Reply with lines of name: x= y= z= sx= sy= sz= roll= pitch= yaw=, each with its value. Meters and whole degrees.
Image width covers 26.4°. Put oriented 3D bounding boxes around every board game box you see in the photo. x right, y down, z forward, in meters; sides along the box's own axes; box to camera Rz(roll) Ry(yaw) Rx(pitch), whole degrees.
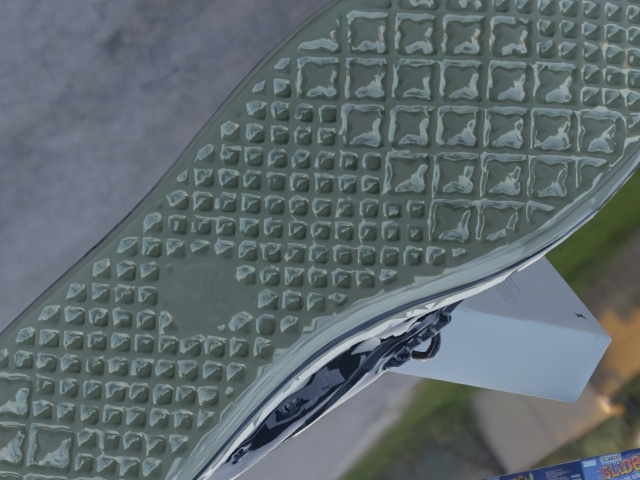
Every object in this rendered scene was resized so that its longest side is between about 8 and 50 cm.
board game box: x=0.271 y=0.243 z=1.409 sx=0.136 sy=0.035 sz=0.201 roll=-6 pitch=167 yaw=-25

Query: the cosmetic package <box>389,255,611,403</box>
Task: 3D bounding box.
cosmetic package: x=0.103 y=0.013 z=1.484 sx=0.284 sy=0.377 sz=0.097 roll=11 pitch=117 yaw=-25

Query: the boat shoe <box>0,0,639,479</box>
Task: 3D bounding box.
boat shoe: x=0.000 y=0.000 z=0.799 sx=0.500 sy=0.187 sz=0.156 roll=-40 pitch=172 yaw=1
